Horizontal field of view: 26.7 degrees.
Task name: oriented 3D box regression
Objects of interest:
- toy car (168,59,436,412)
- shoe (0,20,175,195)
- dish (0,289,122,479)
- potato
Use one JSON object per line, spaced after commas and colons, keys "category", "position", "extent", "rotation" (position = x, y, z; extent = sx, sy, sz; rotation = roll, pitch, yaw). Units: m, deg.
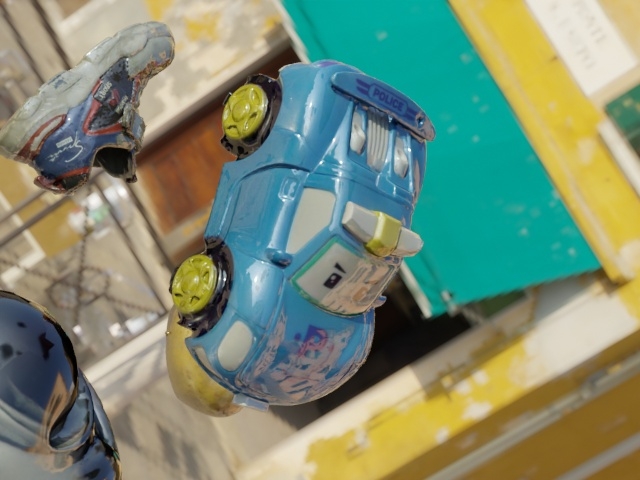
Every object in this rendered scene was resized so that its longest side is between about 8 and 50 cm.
{"category": "toy car", "position": [0.000, 0.000, 1.184], "extent": [0.198, 0.166, 0.314], "rotation": [26, 75, -42]}
{"category": "shoe", "position": [-0.202, -0.120, 1.302], "extent": [0.125, 0.099, 0.227], "rotation": [50, 57, -4]}
{"category": "dish", "position": [-0.213, 0.095, 0.862], "extent": [0.273, 0.134, 0.273], "rotation": [40, 19, -17]}
{"category": "potato", "position": [-0.115, 0.118, 1.508], "extent": [0.137, 0.137, 0.176], "rotation": [54, 31, -14]}
